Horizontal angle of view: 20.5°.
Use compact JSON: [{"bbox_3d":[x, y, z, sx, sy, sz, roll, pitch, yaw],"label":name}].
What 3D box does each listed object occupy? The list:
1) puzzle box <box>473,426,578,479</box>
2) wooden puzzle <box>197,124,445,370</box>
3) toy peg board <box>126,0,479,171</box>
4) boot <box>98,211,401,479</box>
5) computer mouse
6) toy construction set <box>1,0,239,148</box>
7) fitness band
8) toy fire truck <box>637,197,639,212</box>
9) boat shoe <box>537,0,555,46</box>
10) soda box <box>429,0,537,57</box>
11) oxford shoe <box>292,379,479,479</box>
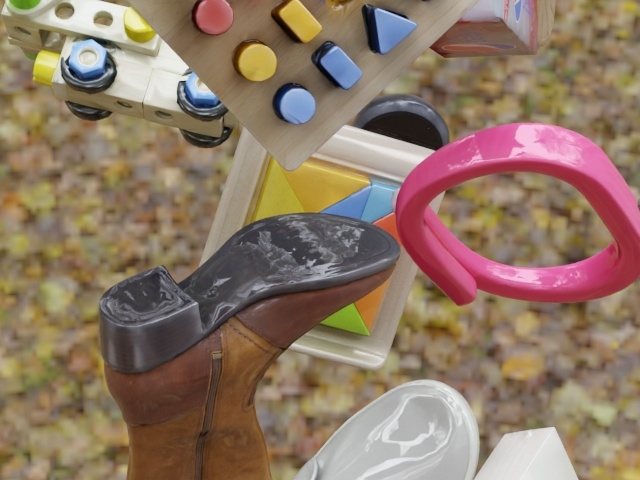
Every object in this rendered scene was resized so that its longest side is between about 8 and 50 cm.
[{"bbox_3d":[0.133,0.360,1.318,0.052,0.272,0.409,-13,20,35],"label":"puzzle box"},{"bbox_3d":[0.000,0.000,1.802,0.221,0.238,0.044,15,9,-14],"label":"wooden puzzle"},{"bbox_3d":[-0.010,-0.145,0.975,0.161,0.160,0.079,-43,10,2],"label":"toy peg board"},{"bbox_3d":[-0.051,0.128,1.490,0.264,0.280,0.096,-24,44,-23],"label":"boot"},{"bbox_3d":[0.069,-0.098,2.193,0.189,0.272,0.072,21,47,-12],"label":"computer mouse"},{"bbox_3d":[-0.135,-0.205,1.514,0.328,0.151,0.215,8,68,16],"label":"toy construction set"},{"bbox_3d":[0.190,-0.016,1.661,0.209,0.291,0.054,-16,56,22],"label":"fitness band"},{"bbox_3d":[0.295,0.025,0.991,0.246,0.217,0.158,39,57,4],"label":"toy fire truck"},{"bbox_3d":[0.156,-0.256,1.801,0.092,0.102,0.285,3,-2,27],"label":"boat shoe"},{"bbox_3d":[0.126,-0.209,1.499,0.092,0.083,0.263,0,-1,13],"label":"soda box"},{"bbox_3d":[-0.011,0.323,1.809,0.449,0.130,0.169,-45,66,6],"label":"oxford shoe"}]
